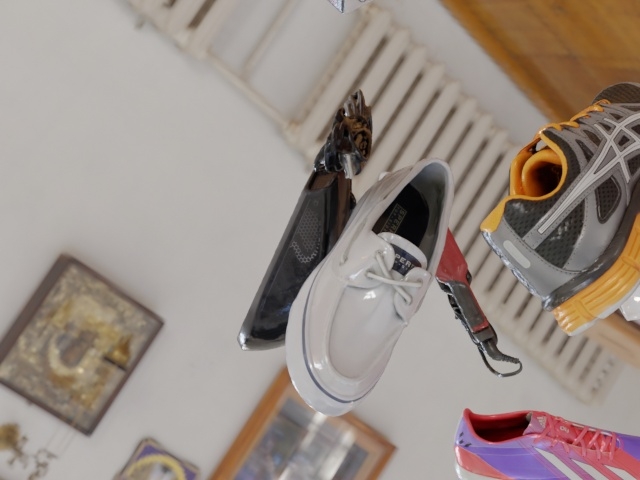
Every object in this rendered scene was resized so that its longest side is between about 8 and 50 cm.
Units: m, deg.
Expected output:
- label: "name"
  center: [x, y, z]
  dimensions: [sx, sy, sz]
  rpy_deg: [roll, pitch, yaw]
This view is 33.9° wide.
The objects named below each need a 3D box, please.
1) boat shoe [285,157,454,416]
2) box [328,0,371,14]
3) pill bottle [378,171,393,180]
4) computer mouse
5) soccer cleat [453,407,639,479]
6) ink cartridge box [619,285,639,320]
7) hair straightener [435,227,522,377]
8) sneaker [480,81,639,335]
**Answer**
- label: "boat shoe"
  center: [0.048, 0.025, 0.874]
  dimensions: [0.095, 0.258, 0.084]
  rpy_deg: [32, 141, -15]
- label: "box"
  center: [-0.001, -0.252, 0.743]
  dimensions: [0.207, 0.114, 0.036]
  rpy_deg: [48, 157, 28]
- label: "pill bottle"
  center: [0.120, 0.003, 1.524]
  dimensions: [0.108, 0.193, 0.108]
  rpy_deg: [12, -177, -1]
- label: "computer mouse"
  center: [0.000, 0.000, 1.008]
  dimensions: [0.072, 0.272, 0.188]
  rpy_deg: [24, -160, -1]
- label: "soccer cleat"
  center: [0.359, 0.309, 1.568]
  dimensions: [0.318, 0.108, 0.116]
  rpy_deg: [0, 119, 10]
- label: "ink cartridge box"
  center: [0.585, 0.021, 1.776]
  dimensions: [0.159, 0.218, 0.092]
  rpy_deg: [-12, 127, 29]
- label: "hair straightener"
  center: [0.174, 0.069, 1.219]
  dimensions: [0.230, 0.047, 0.089]
  rpy_deg: [61, 180, 37]
- label: "sneaker"
  center: [0.156, -0.041, 0.617]
  dimensions: [0.083, 0.215, 0.084]
  rpy_deg: [37, 131, -5]
